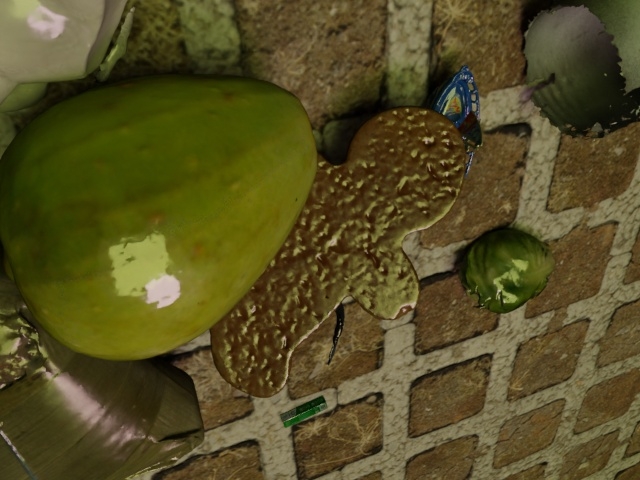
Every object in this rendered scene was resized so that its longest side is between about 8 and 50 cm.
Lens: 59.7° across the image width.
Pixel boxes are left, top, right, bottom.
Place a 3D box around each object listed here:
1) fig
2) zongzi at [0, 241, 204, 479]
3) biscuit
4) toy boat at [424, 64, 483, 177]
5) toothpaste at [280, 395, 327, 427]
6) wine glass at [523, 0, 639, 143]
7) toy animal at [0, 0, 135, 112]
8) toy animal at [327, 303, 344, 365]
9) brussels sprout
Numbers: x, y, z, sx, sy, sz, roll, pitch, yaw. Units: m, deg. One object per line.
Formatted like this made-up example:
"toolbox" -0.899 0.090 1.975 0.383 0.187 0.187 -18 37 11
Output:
"fig" -0.148 -0.041 0.560 0.326 0.258 0.258 -35 130 -17
"zongzi" -0.396 0.207 0.666 0.393 0.174 0.356 -29 122 6
"biscuit" 0.000 -0.001 0.711 0.432 0.064 0.283 -42 95 5
"toy boat" 0.182 -0.140 0.737 0.091 0.110 0.175 -8 122 -21
"toothpaste" -0.029 0.302 0.985 0.083 0.017 0.020 -22 130 -11
"wine glass" 0.447 -0.270 0.733 0.357 0.190 0.190 -26 128 -12
"toy animal" -0.230 -0.208 0.438 0.154 0.208 0.325 31 109 -14
"toy animal" 0.014 0.067 0.797 0.062 0.108 0.220 -3 101 -18
"brussels sprout" 0.318 0.050 0.941 0.181 0.100 0.139 -13 106 -5
